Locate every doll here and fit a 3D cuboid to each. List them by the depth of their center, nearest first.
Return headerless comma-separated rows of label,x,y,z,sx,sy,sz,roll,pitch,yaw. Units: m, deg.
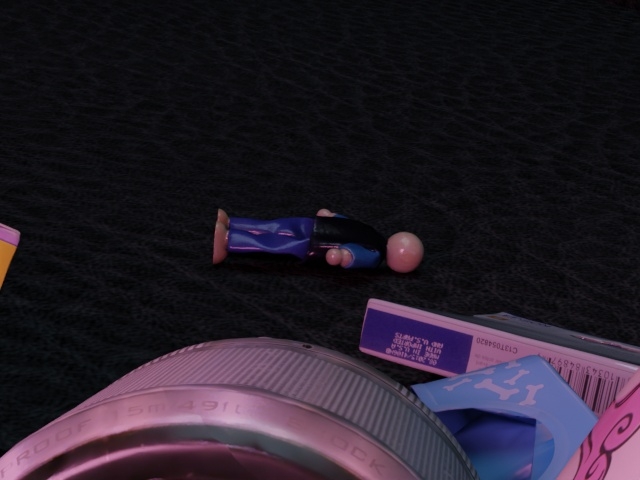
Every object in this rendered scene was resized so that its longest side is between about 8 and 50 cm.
doll,0.000,0.000,1.583,0.189,0.046,0.129,5,18,-1

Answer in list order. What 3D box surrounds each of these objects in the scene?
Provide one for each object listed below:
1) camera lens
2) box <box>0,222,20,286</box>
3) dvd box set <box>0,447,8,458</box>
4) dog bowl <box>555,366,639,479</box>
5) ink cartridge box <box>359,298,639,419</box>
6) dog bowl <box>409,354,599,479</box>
camera lens,-0.034,0.155,0.713,0.219,0.219,0.274,7,3,4
box,-0.327,-0.005,0.965,0.213,0.117,0.243,27,-9,-39
dvd box set,-0.303,0.090,0.862,0.307,0.062,0.420,18,-7,37
dog bowl,0.186,0.210,0.477,0.408,0.150,0.408,49,9,-10
ink cartridge box,0.176,0.092,1.288,0.223,0.045,0.224,14,3,33
dog bowl,0.131,0.158,0.885,0.074,0.166,0.297,-26,21,-2
